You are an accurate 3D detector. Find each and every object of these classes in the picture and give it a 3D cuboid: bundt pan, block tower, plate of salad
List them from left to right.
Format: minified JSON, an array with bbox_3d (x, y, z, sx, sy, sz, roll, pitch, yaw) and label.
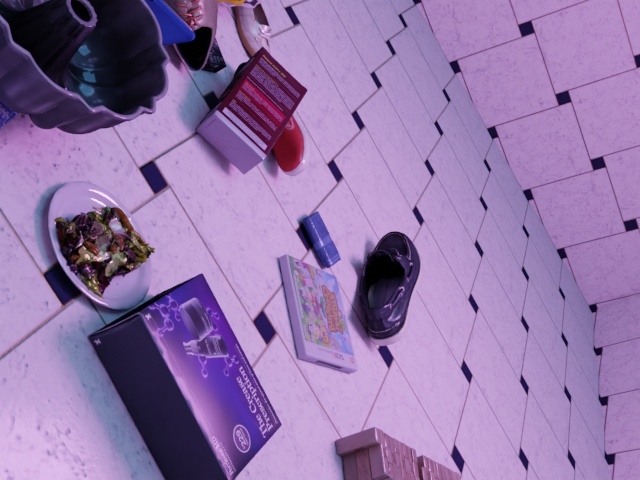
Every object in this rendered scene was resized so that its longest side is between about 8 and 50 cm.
[{"bbox_3d":[-0.367,-0.286,1.202,0.331,0.124,0.330,41,35,-37],"label":"bundt pan"},{"bbox_3d":[-0.304,0.002,1.250,0.200,0.048,0.199,45,32,-38],"label":"plate of salad"},{"bbox_3d":[0.161,0.461,1.685,0.335,0.091,0.097,39,35,-43],"label":"block tower"}]

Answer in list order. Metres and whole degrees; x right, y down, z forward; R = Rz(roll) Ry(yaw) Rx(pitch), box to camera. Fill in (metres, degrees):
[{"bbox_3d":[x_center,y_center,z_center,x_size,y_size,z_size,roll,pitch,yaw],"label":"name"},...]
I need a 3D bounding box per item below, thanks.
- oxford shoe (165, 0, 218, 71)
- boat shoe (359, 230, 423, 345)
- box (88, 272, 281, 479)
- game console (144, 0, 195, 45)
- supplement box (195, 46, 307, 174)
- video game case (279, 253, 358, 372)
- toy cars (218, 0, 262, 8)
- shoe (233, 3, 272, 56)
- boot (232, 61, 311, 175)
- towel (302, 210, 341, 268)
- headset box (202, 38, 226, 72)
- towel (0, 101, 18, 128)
[{"bbox_3d":[-0.229,-0.446,1.559,0.348,0.123,0.130,87,-9,-62],"label":"oxford shoe"},{"bbox_3d":[0.148,0.076,1.975,0.113,0.127,0.340,62,32,-35],"label":"boat shoe"},{"bbox_3d":[-0.184,0.202,1.242,0.261,0.103,0.184,63,27,-5],"label":"box"},{"bbox_3d":[-0.349,-0.463,1.443,0.293,0.173,0.250,43,33,-40],"label":"game console"},{"bbox_3d":[-0.130,-0.256,1.708,0.130,0.073,0.239,43,46,-16],"label":"supplement box"},{"bbox_3d":[-0.002,0.147,1.735,0.193,0.023,0.212,27,44,-53],"label":"video game case"},{"bbox_3d":[-0.225,-0.526,1.794,0.176,0.087,0.393,39,12,-6],"label":"toy cars"},{"bbox_3d":[-0.152,-0.500,1.998,0.076,0.058,0.219,9,59,-61],"label":"shoe"},{"bbox_3d":[-0.112,-0.256,1.829,0.176,0.088,0.244,30,36,-49],"label":"boot"},{"bbox_3d":[0.000,0.000,1.870,0.119,0.029,0.067,64,25,-2],"label":"towel"},{"bbox_3d":[-0.231,-0.385,1.770,0.062,0.032,0.083,-7,73,-65],"label":"headset box"},{"bbox_3d":[-0.500,-0.203,1.066,0.243,0.040,0.336,53,27,-22],"label":"towel"}]
